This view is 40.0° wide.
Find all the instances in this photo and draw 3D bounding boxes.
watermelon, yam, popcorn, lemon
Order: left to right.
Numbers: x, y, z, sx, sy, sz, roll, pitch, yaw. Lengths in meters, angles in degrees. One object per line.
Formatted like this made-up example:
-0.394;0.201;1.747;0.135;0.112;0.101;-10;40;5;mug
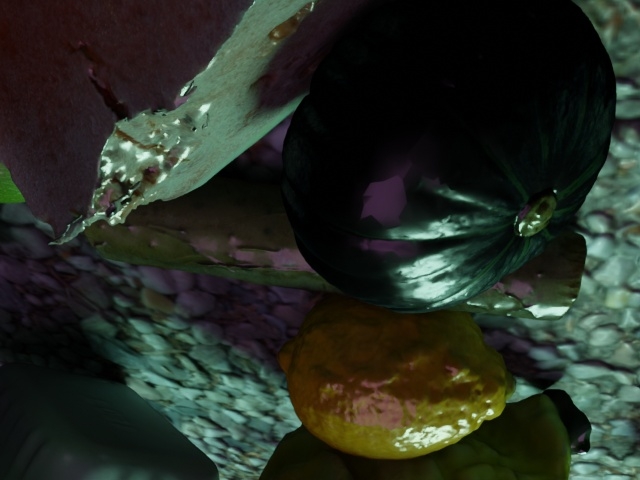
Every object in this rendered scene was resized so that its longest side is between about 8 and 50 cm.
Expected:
-0.056;-0.131;0.405;0.224;0.180;0.305;17;143;-28;watermelon
0.000;0.000;0.639;0.371;0.083;0.083;7;142;9;yam
0.059;0.101;0.690;0.187;0.142;0.142;5;142;11;lemon
0.069;0.273;0.776;0.237;0.293;0.293;-1;159;-44;popcorn

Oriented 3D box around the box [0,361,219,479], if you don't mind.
-0.227;0.209;0.851;0.264;0.106;0.336;20;-179;-39;box

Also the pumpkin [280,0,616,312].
0.069;-0.048;0.474;0.150;0.194;0.194;31;145;14;pumpkin

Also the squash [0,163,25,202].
-0.348;-0.115;0.589;0.378;0.101;0.101;22;142;-13;squash

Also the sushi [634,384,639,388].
0.405;0.127;0.660;0.219;0.047;0.231;24;143;-23;sushi
